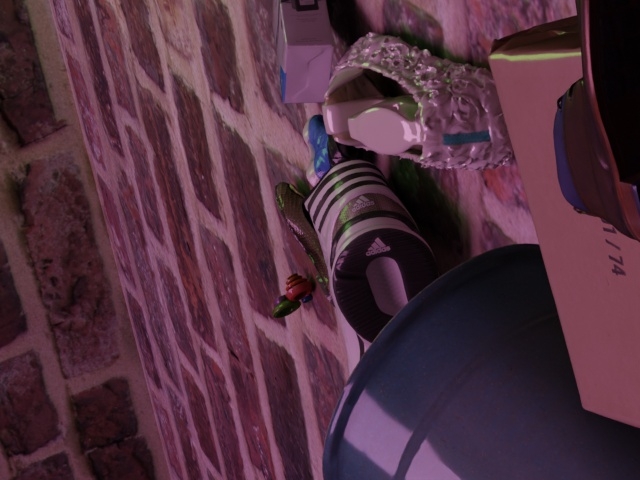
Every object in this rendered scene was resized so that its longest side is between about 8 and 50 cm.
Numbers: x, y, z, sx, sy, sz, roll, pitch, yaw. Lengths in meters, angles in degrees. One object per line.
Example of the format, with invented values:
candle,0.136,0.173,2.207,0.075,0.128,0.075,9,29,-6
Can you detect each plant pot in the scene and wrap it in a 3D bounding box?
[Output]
plant pot,0.233,0.234,1.268,0.334,0.341,0.341,42,149,39

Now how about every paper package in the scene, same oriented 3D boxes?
paper package,0.298,-0.021,1.022,0.309,0.168,0.325,12,120,68

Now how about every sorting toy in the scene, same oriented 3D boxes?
sorting toy,-0.047,0.086,2.251,0.102,0.061,0.042,-48,62,44

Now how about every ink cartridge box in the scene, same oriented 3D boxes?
ink cartridge box,-0.026,-0.273,1.721,0.104,0.060,0.180,96,169,-52

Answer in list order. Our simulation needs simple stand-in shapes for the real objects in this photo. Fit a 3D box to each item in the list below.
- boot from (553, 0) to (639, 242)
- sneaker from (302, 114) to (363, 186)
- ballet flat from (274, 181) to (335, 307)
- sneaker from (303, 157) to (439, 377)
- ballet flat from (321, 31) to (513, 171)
boot,0.180,-0.099,0.890,0.106,0.082,0.219,18,127,60
sneaker,0.021,-0.138,1.842,0.058,0.084,0.152,35,-149,-23
ballet flat,0.000,0.000,2.050,0.084,0.058,0.250,35,-159,-51
sneaker,0.089,0.077,1.799,0.258,0.169,0.448,-104,2,-48
ballet flat,0.077,-0.154,1.545,0.409,0.147,0.147,24,132,66
